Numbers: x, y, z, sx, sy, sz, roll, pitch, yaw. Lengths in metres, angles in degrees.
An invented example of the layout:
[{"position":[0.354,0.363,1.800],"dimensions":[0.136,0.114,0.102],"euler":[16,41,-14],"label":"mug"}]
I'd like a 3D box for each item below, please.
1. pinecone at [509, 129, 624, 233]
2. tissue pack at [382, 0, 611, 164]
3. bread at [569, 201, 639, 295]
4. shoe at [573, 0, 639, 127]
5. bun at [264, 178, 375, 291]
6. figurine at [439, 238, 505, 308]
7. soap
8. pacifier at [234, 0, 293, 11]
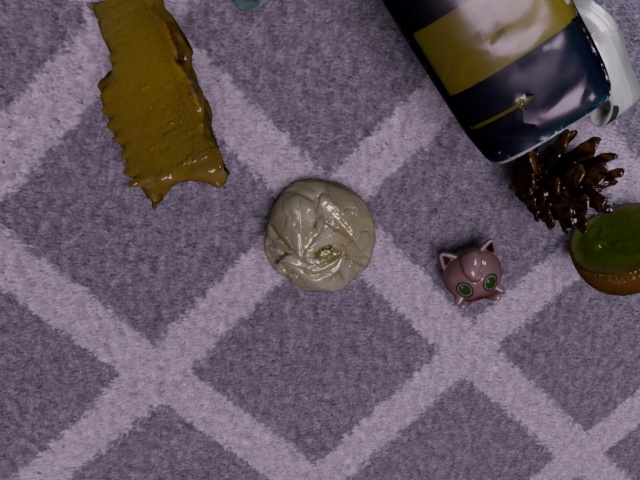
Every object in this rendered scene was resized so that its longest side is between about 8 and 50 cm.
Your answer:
[{"position":[0.480,-0.122,1.314],"dimensions":[0.202,0.201,0.229],"euler":[-63,149,-21],"label":"pinecone"},{"position":[0.267,-0.380,1.127],"dimensions":[0.253,0.264,0.416],"euler":[-33,114,18],"label":"tissue pack"},{"position":[0.635,0.014,1.391],"dimensions":[0.236,0.236,0.070],"euler":[-34,118,4],"label":"bread"},{"position":[0.521,-0.333,1.288],"dimensions":[0.110,0.095,0.265],"euler":[-47,116,-7],"label":"shoe"},{"position":[0.000,0.000,1.310],"dimensions":[0.229,0.145,0.229],"euler":[-3,112,-6],"label":"bun"},{"position":[0.319,0.071,1.412],"dimensions":[0.125,0.125,0.138],"euler":[-18,113,-3],"label":"figurine"},{"position":[-0.267,-0.243,1.045],"dimensions":[0.169,0.339,0.304],"euler":[-26,116,-1],"label":"soap"},{"position":[-0.076,-0.441,1.135],"dimensions":[0.116,0.127,0.150],"euler":[24,100,-45],"label":"pacifier"}]
